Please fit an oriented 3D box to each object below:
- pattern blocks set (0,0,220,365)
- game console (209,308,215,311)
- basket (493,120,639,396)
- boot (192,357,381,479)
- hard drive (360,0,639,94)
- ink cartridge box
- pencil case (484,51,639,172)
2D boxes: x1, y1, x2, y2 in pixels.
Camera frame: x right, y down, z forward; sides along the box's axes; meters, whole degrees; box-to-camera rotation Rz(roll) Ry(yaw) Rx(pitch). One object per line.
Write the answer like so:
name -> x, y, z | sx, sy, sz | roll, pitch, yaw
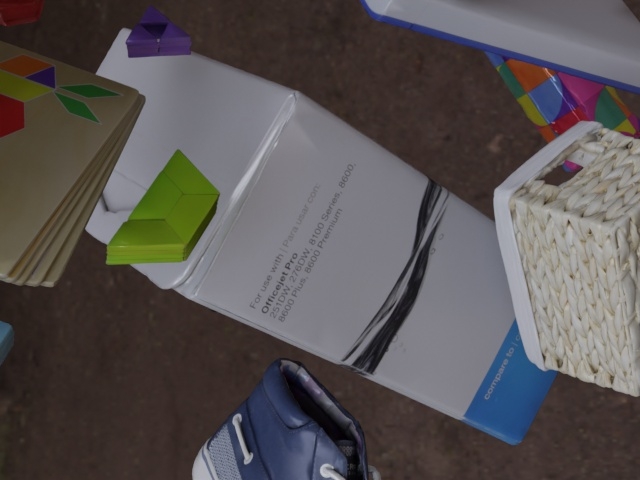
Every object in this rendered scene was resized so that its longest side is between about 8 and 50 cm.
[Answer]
pattern blocks set -> -0.199, -0.056, 0.664 | 0.325, 0.285, 0.026 | -54, -15, -39
game console -> -0.135, 0.019, 1.387 | 0.107, 0.122, 0.071 | 11, 139, 50
basket -> 0.209, 0.015, 0.803 | 0.103, 0.113, 0.167 | 21, 139, 45
boot -> 0.003, 0.151, 0.571 | 0.190, 0.069, 0.086 | 49, 115, 34
hard drive -> 0.136, -0.228, 0.924 | 0.040, 0.319, 0.210 | -52, 48, 34
ink cartridge box -> 0.000, 0.000, 0.948 | 0.285, 0.395, 0.166 | 27, 89, 50
pencil case -> 0.248, -0.184, 1.192 | 0.236, 0.104, 0.104 | 55, 144, -5
